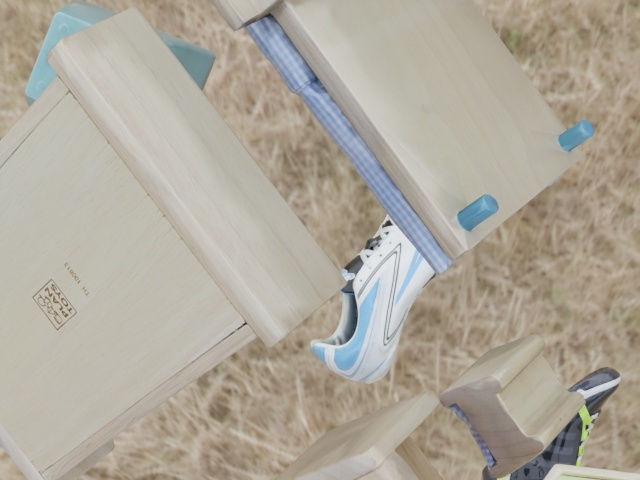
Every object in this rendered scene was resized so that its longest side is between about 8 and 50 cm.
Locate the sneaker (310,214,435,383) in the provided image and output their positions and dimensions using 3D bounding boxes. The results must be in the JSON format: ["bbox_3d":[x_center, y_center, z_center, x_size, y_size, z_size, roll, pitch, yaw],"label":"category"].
[{"bbox_3d":[0.065,0.021,1.261,0.086,0.085,0.237,24,89,-18],"label":"sneaker"}]

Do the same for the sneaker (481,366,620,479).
[{"bbox_3d":[0.301,0.252,1.607,0.097,0.084,0.235,47,117,14],"label":"sneaker"}]

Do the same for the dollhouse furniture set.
[{"bbox_3d":[0.000,0.000,0.648,0.286,0.198,0.303,53,44,0],"label":"dollhouse furniture set"}]

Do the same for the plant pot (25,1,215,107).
[{"bbox_3d":[-0.256,-0.196,1.605,0.165,0.234,0.165,23,94,7],"label":"plant pot"}]

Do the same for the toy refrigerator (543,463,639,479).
[{"bbox_3d":[0.343,0.297,1.313,0.269,0.094,0.102,1,28,38],"label":"toy refrigerator"}]
